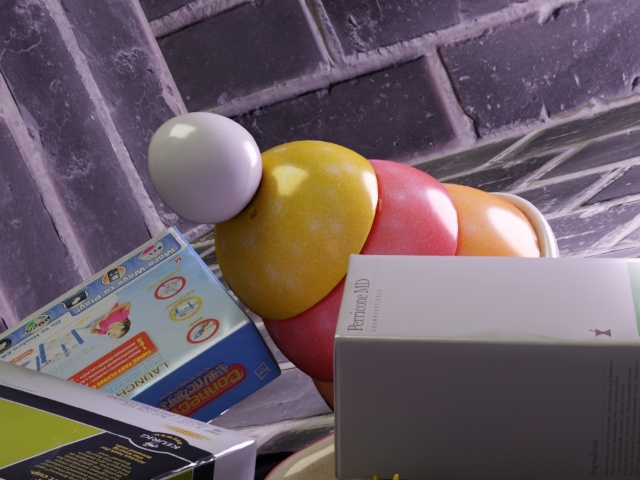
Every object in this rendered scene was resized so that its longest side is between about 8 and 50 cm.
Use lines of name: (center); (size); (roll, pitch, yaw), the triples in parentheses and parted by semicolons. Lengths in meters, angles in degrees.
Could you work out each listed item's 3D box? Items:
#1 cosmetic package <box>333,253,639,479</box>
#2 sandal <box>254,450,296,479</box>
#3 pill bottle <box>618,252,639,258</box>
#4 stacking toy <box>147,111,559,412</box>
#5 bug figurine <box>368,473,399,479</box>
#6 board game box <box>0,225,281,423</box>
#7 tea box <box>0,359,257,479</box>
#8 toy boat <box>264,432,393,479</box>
cosmetic package: (0.199, 0.118, 1.658); (0.365, 0.155, 0.197); (1, 24, 4)
sandal: (-0.193, 0.343, 2.015); (0.445, 0.107, 0.167); (-15, 2, -36)
pill bottle: (0.356, 0.088, 1.856); (0.278, 0.162, 0.162); (-16, 12, 39)
stacking toy: (0.000, 0.000, 2.009); (0.350, 0.480, 0.350); (-36, 34, 30)
bug figurine: (0.035, 0.293, 1.492); (0.216, 0.072, 0.279); (-52, 7, -12)
board game box: (-0.240, 0.146, 2.147); (0.308, 0.086, 0.302); (-32, 30, -7)
tea box: (-0.285, 0.273, 1.664); (0.329, 0.220, 0.323); (13, 13, 29)
toy boat: (0.044, 0.267, 1.782); (0.231, 0.151, 0.151); (-25, -21, -12)
